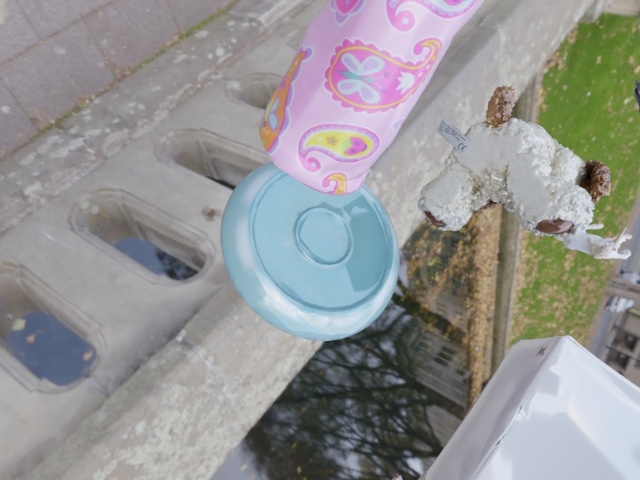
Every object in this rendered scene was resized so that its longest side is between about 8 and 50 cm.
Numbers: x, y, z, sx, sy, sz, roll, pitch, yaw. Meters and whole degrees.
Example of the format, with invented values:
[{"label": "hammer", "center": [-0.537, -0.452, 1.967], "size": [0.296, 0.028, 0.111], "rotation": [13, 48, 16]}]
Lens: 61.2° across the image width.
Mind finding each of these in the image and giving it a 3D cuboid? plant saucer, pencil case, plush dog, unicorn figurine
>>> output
[{"label": "plant saucer", "center": [0.000, 0.000, 0.872], "size": [0.318, 0.317, 0.044], "rotation": [-42, -178, -32]}, {"label": "pencil case", "center": [0.055, -0.171, 0.446], "size": [0.124, 0.124, 0.284], "rotation": [-15, 147, -51]}, {"label": "plush dog", "center": [0.312, -0.108, 0.843], "size": [0.226, 0.263, 0.210], "rotation": [8, 87, -47]}, {"label": "unicorn figurine", "center": [0.456, 0.003, 0.887], "size": [0.111, 0.162, 0.060], "rotation": [-9, 95, -29]}]

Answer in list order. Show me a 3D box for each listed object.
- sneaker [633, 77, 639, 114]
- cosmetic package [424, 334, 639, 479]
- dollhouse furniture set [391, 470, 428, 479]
[{"label": "sneaker", "center": [0.603, -0.212, 0.938], "size": [0.148, 0.131, 0.349], "rotation": [14, 85, -24]}, {"label": "cosmetic package", "center": [0.306, 0.273, 0.499], "size": [0.197, 0.366, 0.155], "rotation": [-52, 170, -7]}, {"label": "dollhouse furniture set", "center": [0.239, 0.522, 1.107], "size": [0.184, 0.129, 0.128], "rotation": [-14, 86, -57]}]
